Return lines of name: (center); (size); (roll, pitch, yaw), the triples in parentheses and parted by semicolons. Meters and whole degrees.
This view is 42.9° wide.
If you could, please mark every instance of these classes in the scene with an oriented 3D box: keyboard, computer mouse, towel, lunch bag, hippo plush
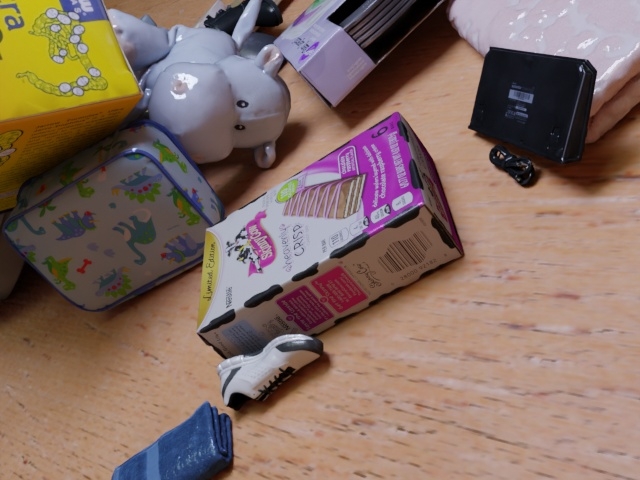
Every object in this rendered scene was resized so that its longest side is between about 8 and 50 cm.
keyboard: (0.174, -0.104, 0.692); (0.180, 0.023, 0.108); (-128, 47, -69)
computer mouse: (-0.173, -0.246, 1.260); (0.262, 0.060, 0.184); (0, 49, 48)
towel: (-0.129, 0.191, 0.689); (0.119, 0.029, 0.067); (-35, 32, 11)
lunch bag: (-0.230, -0.021, 0.929); (0.219, 0.176, 0.090); (-27, 33, 18)
towel: (0.279, -0.272, 0.749); (0.317, 0.053, 0.332); (-45, 29, 17)
hippo plush: (-0.145, -0.159, 1.033); (0.294, 0.234, 0.236); (-16, 38, -35)

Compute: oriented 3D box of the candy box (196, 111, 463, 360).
candy box: (0.000, 0.000, 0.747); (0.233, 0.071, 0.159); (-31, 33, 17)

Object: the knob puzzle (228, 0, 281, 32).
knob puzzle: (-0.135, -0.383, 1.419); (0.213, 0.030, 0.213); (-28, 34, 21)

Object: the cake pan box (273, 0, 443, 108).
cake pan box: (0.061, -0.287, 0.995); (0.246, 0.070, 0.267); (-44, 21, 9)

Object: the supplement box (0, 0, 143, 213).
supplement box: (-0.374, -0.162, 0.916); (0.195, 0.194, 0.356); (-21, -4, -34)

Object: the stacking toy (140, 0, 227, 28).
stacking toy: (-0.320, -0.313, 1.387); (0.279, 0.130, 0.309); (-29, 29, 41)

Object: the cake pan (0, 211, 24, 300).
cake pan: (-0.464, -0.039, 1.217); (0.293, 0.054, 0.293); (-41, 41, 47)

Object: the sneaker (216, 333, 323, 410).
sneaker: (-0.041, 0.113, 0.691); (0.109, 0.040, 0.044); (-28, 49, 27)

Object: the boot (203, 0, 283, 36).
boot: (-0.124, -0.345, 1.283); (0.099, 0.045, 0.121); (-32, 36, -14)
